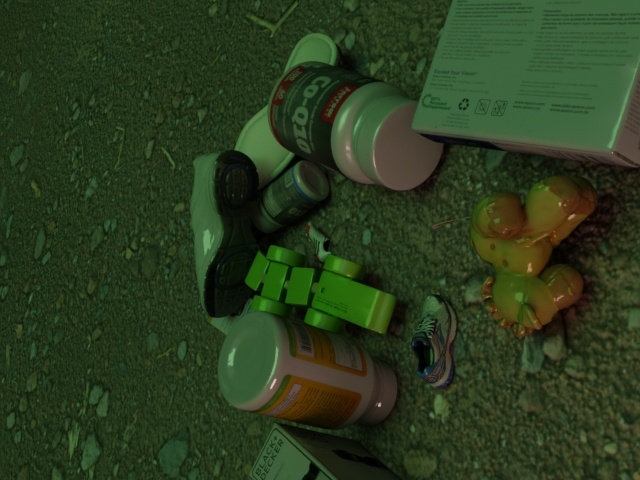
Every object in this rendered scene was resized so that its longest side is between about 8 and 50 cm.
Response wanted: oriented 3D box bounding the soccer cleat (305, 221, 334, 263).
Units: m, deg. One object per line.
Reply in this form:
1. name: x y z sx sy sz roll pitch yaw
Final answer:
1. soccer cleat: 0.000 0.000 1.632 0.035 0.029 0.083 -33 53 24

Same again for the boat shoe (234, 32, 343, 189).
1. boat shoe: -0.052 -0.216 1.726 0.109 0.091 0.305 32 96 16

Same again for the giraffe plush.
1. giraffe plush: 0.260 0.030 1.231 0.210 0.181 0.170 -21 79 30

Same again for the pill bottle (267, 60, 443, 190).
1. pill bottle: 0.052 -0.182 1.545 0.283 0.161 0.161 29 96 51

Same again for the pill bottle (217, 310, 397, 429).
1. pill bottle: -0.011 0.192 1.382 0.136 0.245 0.136 -24 56 41

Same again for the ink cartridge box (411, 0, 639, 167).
1. ink cartridge box: 0.287 -0.267 1.201 0.324 0.071 0.330 16 86 51

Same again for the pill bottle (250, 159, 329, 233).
1. pill bottle: -0.057 -0.072 1.687 0.137 0.078 0.078 -35 50 35

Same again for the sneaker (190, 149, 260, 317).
1. sneaker: -0.173 -0.014 1.701 0.129 0.111 0.297 18 106 53

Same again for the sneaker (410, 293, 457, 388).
1. sneaker: 0.155 0.135 1.366 0.052 0.058 0.135 -24 56 41

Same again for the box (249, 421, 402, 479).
1. box: 0.052 0.357 1.298 0.290 0.169 0.087 31 97 52

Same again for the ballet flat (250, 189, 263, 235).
1. ballet flat: -0.138 -0.076 1.799 0.077 0.091 0.241 166 126 -80

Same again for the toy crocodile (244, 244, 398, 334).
1. toy crocodile: -0.006 0.081 1.556 0.340 0.105 0.115 11 83 46

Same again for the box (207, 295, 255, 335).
1. box: -0.144 0.133 1.737 0.136 0.028 0.081 27 94 49
